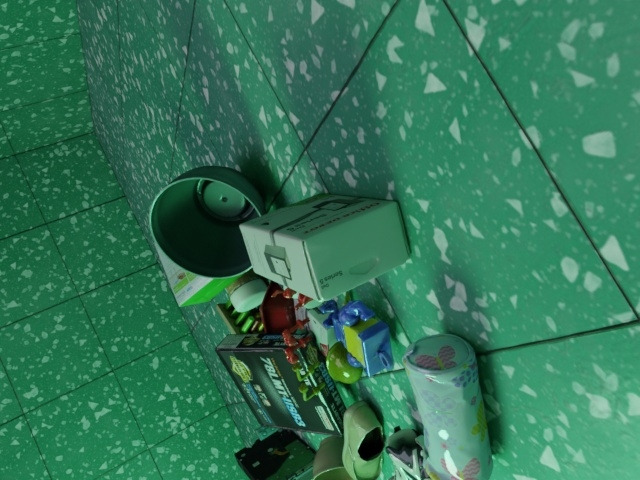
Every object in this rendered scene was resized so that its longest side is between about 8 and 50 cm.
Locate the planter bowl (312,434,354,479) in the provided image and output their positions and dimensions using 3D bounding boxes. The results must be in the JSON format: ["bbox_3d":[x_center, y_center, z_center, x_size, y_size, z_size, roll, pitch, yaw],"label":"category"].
[{"bbox_3d":[0.051,0.629,1.523,0.162,0.161,0.109,94,169,-46],"label":"planter bowl"}]

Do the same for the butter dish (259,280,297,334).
[{"bbox_3d":[-0.090,0.194,1.442,0.160,0.118,0.160,-75,-20,-57],"label":"butter dish"}]

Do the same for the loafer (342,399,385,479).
[{"bbox_3d":[0.114,0.535,1.353,0.092,0.101,0.269,38,143,55],"label":"loafer"}]

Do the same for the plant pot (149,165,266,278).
[{"bbox_3d":[-0.268,-0.074,1.382,0.196,0.292,0.293,-80,-15,-57],"label":"plant pot"}]

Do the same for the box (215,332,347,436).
[{"bbox_3d":[-0.100,0.380,1.411,0.293,0.073,0.296,-6,118,37],"label":"box"}]

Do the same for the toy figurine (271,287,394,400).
[{"bbox_3d":[0.062,0.234,1.100,0.217,0.191,0.363,29,138,45],"label":"toy figurine"}]

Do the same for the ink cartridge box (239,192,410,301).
[{"bbox_3d":[0.000,0.000,0.981,0.272,0.198,0.115,13,123,59],"label":"ink cartridge box"}]

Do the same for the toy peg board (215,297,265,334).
[{"bbox_3d":[-0.234,0.246,1.763,0.161,0.160,0.079,50,117,31],"label":"toy peg board"}]

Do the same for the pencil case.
[{"bbox_3d":[0.220,0.296,0.911,0.124,0.113,0.273,4,117,38],"label":"pencil case"}]

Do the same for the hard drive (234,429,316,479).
[{"bbox_3d":[-0.160,0.836,2.004,0.339,0.236,0.064,5,117,61],"label":"hard drive"}]

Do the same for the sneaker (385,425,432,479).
[{"bbox_3d":[0.190,0.483,1.167,0.153,0.094,0.235,61,155,13],"label":"sneaker"}]

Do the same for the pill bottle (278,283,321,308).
[{"bbox_3d":[-0.060,0.070,1.270,0.193,0.108,0.108,46,149,36],"label":"pill bottle"}]

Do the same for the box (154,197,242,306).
[{"bbox_3d":[-0.354,0.035,1.597,0.262,0.126,0.231,-37,71,32],"label":"box"}]

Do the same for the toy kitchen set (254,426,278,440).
[{"bbox_3d":[-0.193,0.590,1.929,0.207,0.166,0.122,59,155,14],"label":"toy kitchen set"}]

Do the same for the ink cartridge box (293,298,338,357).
[{"bbox_3d":[-0.002,0.204,1.328,0.150,0.063,0.109,40,145,42],"label":"ink cartridge box"}]

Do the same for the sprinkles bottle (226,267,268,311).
[{"bbox_3d":[-0.298,0.055,1.712,0.355,0.121,0.121,57,154,20],"label":"sprinkles bottle"}]
